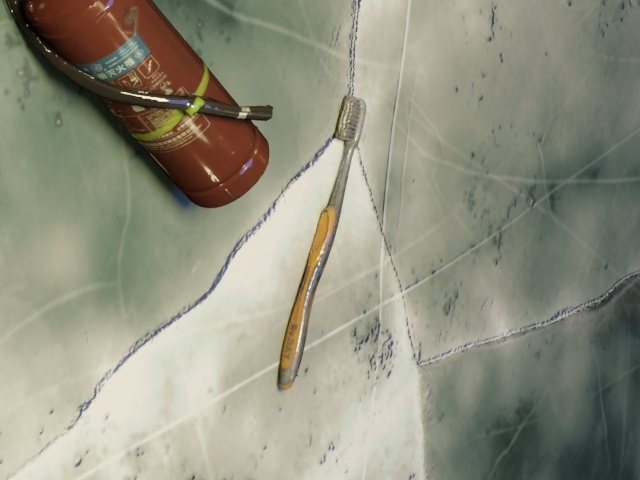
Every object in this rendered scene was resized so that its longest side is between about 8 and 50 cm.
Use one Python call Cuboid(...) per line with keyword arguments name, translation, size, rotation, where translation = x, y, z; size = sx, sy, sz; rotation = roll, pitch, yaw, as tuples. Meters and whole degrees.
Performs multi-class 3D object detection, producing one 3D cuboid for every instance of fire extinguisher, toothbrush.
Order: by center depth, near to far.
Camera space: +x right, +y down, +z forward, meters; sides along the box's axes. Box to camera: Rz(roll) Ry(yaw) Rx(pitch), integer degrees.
Cuboid(name="fire extinguisher", translation=(-0.156, -0.164, 1.620), size=(0.341, 0.141, 0.105), rotation=(51, 30, -43))
Cuboid(name="toothbrush", translation=(0.002, 0.001, 1.930), size=(0.031, 0.023, 0.321), rotation=(21, 78, -44))
